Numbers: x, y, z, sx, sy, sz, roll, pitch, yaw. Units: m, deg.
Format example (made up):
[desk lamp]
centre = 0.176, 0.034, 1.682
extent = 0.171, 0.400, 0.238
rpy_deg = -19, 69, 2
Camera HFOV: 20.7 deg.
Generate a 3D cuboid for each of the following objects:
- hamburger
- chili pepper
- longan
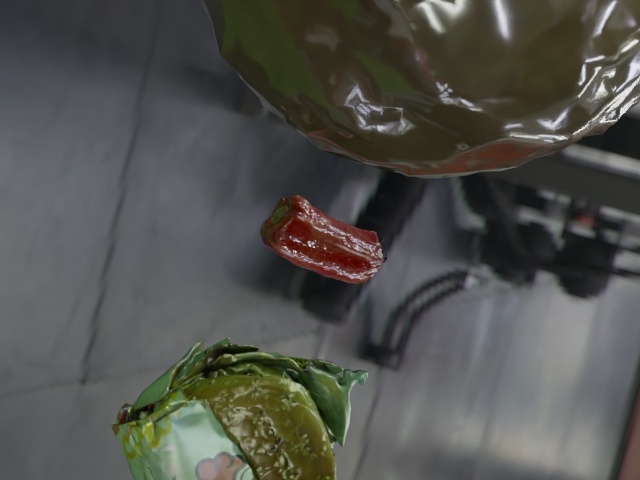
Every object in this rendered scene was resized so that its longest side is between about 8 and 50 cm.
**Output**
[hamburger]
centre = -0.058, 0.184, 1.566
extent = 0.125, 0.235, 0.214
rpy_deg = -118, -166, -63
[chili pepper]
centre = 0.000, 0.000, 1.791
extent = 0.070, 0.123, 0.073
rpy_deg = -42, -148, 47
[longan]
centre = 0.107, -0.258, 1.364
extent = 0.404, 0.404, 0.436
rpy_deg = 65, 27, -56
